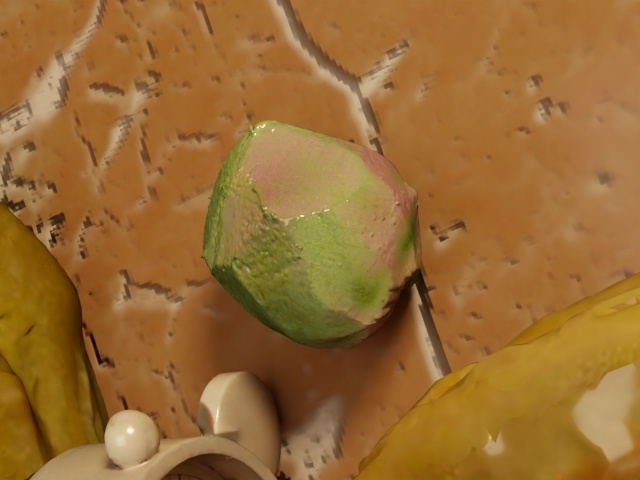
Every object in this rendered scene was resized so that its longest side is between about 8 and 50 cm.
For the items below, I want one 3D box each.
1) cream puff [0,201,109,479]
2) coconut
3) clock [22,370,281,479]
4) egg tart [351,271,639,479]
[{"bbox_3d":[-0.253,0.105,0.682,0.291,0.257,0.324,17,95,32],"label":"cream puff"},{"bbox_3d":[0.000,0.000,0.650,0.083,0.081,0.082,-44,32,34],"label":"coconut"},{"bbox_3d":[-0.062,0.146,0.626,0.063,0.156,0.229,-9,49,28],"label":"clock"},{"bbox_3d":[0.183,0.208,0.478,0.443,0.178,0.443,-1,87,27],"label":"egg tart"}]
